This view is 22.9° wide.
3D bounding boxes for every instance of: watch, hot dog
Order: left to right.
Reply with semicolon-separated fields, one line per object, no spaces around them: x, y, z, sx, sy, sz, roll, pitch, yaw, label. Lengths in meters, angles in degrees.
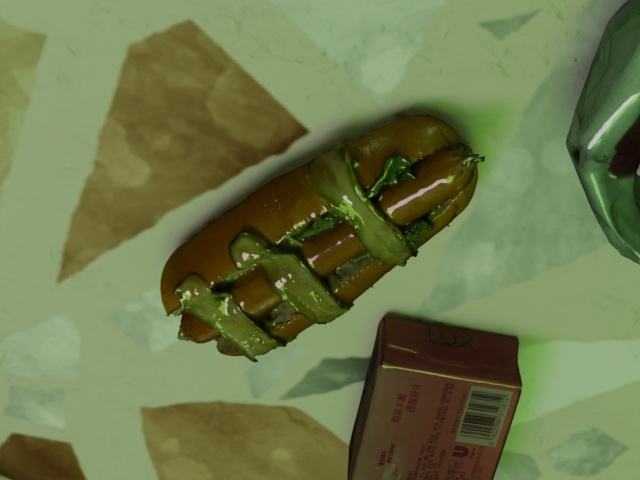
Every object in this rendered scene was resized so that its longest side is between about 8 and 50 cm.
0.000;0.000;1.067;0.269;0.072;0.109;-33;124;27;hot dog
0.287;-0.073;0.963;0.241;0.162;0.253;41;118;-13;watch

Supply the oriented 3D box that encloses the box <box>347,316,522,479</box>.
0.083;0.134;1.183;0.111;0.060;0.156;9;127;-6;box
